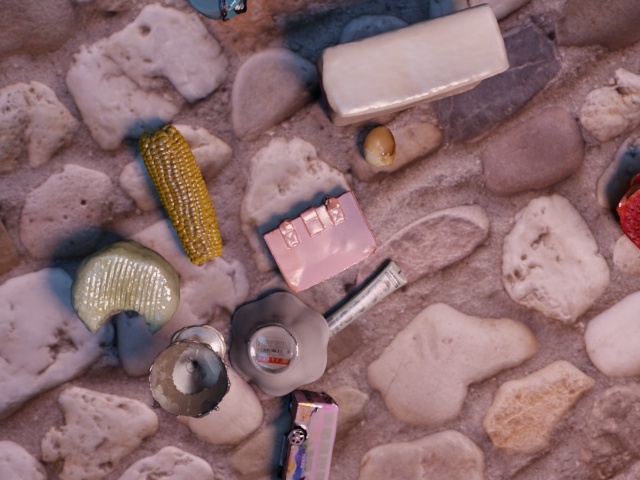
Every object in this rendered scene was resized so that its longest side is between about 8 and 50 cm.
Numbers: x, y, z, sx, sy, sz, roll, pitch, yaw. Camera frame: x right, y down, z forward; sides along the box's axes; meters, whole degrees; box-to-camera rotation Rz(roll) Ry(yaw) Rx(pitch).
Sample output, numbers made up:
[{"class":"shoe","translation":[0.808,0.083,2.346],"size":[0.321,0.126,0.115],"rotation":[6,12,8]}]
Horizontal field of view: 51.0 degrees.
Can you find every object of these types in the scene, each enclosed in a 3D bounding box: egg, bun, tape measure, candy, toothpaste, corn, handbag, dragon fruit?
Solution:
[{"class":"egg","translation":[0.125,-0.199,1.414],"size":[0.071,0.071,0.083],"rotation":[7,80,-6]},{"class":"bun","translation":[-0.396,0.102,1.367],"size":[0.212,0.126,0.203],"rotation":[32,91,-15]},{"class":"tape measure","translation":[-0.208,-0.514,1.350],"size":[0.125,0.081,0.146],"rotation":[1,95,5]},{"class":"candy","translation":[0.170,-0.341,1.335],"size":[0.359,0.208,0.145],"rotation":[-16,95,-3]},{"class":"toothpaste","translation":[0.082,0.138,1.457],"size":[0.239,0.039,0.062],"rotation":[-39,99,-1]},{"class":"corn","translation":[-0.282,-0.102,1.371],"size":[0.101,0.101,0.310],"rotation":[-23,95,-3]},{"class":"handbag","translation":[0.000,0.000,1.426],"size":[0.213,0.059,0.157],"rotation":[-28,98,-3]},{"class":"dragon fruit","translation":[0.738,-0.070,1.464],"size":[0.274,0.126,0.161],"rotation":[48,51,-25]}]

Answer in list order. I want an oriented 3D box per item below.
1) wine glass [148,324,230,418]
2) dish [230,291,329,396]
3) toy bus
[{"class":"wine glass","translation":[-0.252,0.247,1.340],"size":[0.156,0.232,0.156],"rotation":[0,94,-6]},{"class":"dish","translation":[-0.094,0.224,1.407],"size":[0.229,0.081,0.229],"rotation":[1,95,7]},{"class":"toy bus","translation":[-0.035,0.469,1.453],"size":[0.112,0.090,0.274],"rotation":[7,96,-15]}]
